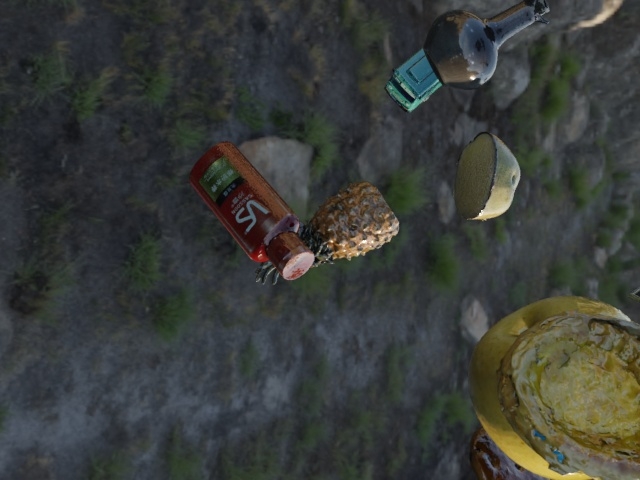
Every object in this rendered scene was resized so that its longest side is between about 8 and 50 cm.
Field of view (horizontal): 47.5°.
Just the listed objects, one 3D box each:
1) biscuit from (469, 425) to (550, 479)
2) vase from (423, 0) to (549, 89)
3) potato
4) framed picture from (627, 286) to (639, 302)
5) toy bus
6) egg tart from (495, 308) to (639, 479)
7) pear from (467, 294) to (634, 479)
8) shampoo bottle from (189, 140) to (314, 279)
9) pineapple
[{"bbox_3d":[0.390,0.470,1.478,0.036,0.212,0.212,-51,173,35],"label":"biscuit"},{"bbox_3d":[0.245,-0.299,1.060,0.120,0.182,0.120,60,8,-14],"label":"vase"},{"bbox_3d":[0.398,-0.142,1.670,0.182,0.117,0.202,-143,-119,-73],"label":"potato"},{"bbox_3d":[0.862,0.126,1.769,0.142,0.183,0.011,-32,113,-7],"label":"framed picture"},{"bbox_3d":[0.207,-0.330,1.407,0.160,0.079,0.092,-41,174,-13],"label":"toy bus"},{"bbox_3d":[0.381,0.229,1.008,0.107,0.290,0.291,90,22,-47],"label":"egg tart"},{"bbox_3d":[0.449,0.267,1.327,0.348,0.348,0.349,-13,105,-61],"label":"pear"},{"bbox_3d":[-0.129,-0.055,1.364,0.118,0.314,0.076,-42,150,1],"label":"shampoo bottle"},{"bbox_3d":[0.000,0.000,1.619,0.340,0.169,0.169,-30,131,-8],"label":"pineapple"}]
